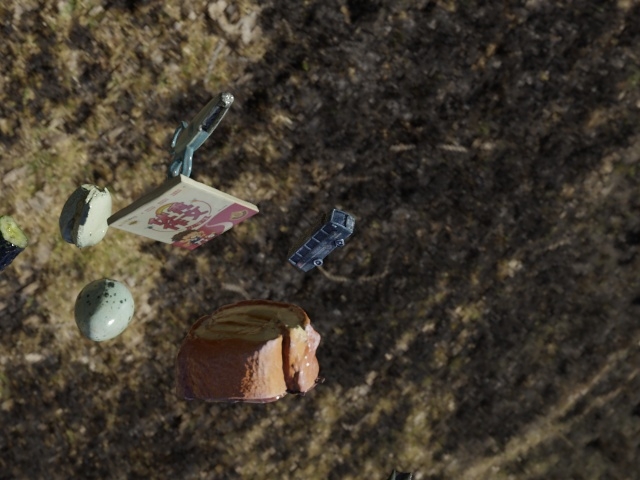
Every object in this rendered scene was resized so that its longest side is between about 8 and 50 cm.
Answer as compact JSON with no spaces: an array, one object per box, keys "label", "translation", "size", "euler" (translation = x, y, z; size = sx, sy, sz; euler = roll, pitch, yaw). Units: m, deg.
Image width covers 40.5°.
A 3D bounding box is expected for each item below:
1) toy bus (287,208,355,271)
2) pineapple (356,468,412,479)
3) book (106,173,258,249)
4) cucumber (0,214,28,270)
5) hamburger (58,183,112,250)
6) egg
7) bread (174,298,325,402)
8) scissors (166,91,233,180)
[{"label":"toy bus","translation":[0.000,0.000,1.706],"size":[0.065,0.047,0.166],"euler":[31,135,-18]},{"label":"pineapple","translation":[0.082,0.414,1.167],"size":[0.277,0.130,0.118],"euler":[-42,153,-75]},{"label":"book","translation":[-0.232,-0.043,1.496],"size":[0.162,0.022,0.232],"euler":[-29,158,20]},{"label":"cucumber","translation":[-0.622,0.077,1.477],"size":[0.300,0.072,0.072],"euler":[-41,147,4]},{"label":"hamburger","translation":[-0.462,-0.047,1.724],"size":[0.140,0.063,0.133],"euler":[33,79,-79]},{"label":"egg","translation":[-0.477,0.154,1.906],"size":[0.131,0.164,0.131],"euler":[-1,112,-2]},{"label":"bread","translation":[-0.112,0.188,1.477],"size":[0.190,0.244,0.122],"euler":[-47,131,-57]},{"label":"scissors","translation":[-0.241,-0.212,1.698],"size":[0.041,0.138,0.289],"euler":[9,153,-28]}]
